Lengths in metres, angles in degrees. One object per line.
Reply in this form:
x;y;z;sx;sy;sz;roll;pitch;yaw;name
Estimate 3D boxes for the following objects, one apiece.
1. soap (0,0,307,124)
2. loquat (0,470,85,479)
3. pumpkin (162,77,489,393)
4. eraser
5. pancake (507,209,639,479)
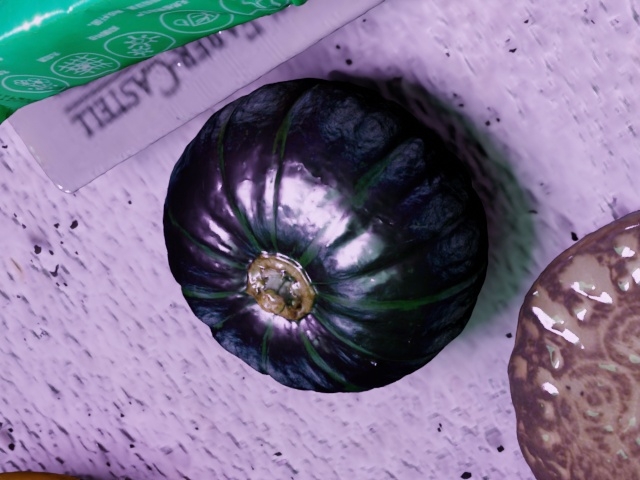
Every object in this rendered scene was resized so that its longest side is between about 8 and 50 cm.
-0.115;-0.174;1.054;0.273;0.098;0.218;-15;76;41;soap
-0.213;0.319;1.347;0.328;0.328;0.328;14;122;23;loquat
0.000;0.000;1.159;0.202;0.140;0.202;16;124;25;pumpkin
-0.055;-0.149;1.147;0.352;0.077;0.111;-28;99;37;eraser
0.241;0.111;1.151;0.288;0.033;0.286;33;126;10;pancake
